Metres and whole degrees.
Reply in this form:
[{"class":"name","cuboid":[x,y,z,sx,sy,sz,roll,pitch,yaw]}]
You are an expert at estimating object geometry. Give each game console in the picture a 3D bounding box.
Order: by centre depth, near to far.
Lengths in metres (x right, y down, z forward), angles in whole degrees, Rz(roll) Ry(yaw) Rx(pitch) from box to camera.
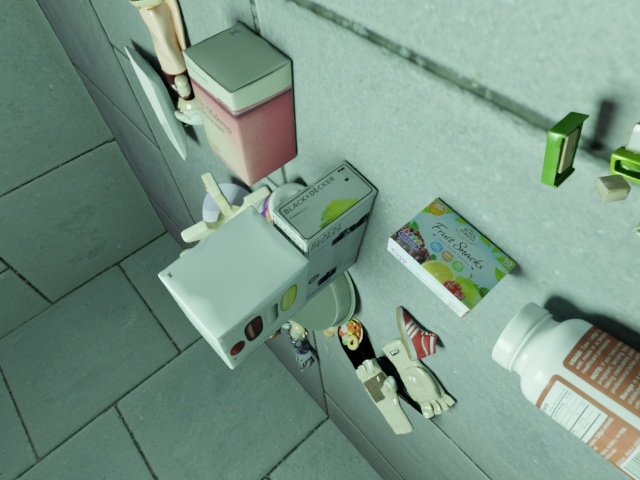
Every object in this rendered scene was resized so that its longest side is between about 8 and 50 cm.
[{"class":"game console","cuboid":[0.181,0.377,1.238,0.361,0.044,0.213,30,151,47]}]

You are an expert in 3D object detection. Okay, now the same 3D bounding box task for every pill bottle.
[{"class":"pill bottle","cuboid":[0.320,0.170,0.507,0.216,0.121,0.121,38,154,36]},{"class":"pill bottle","cuboid":[-0.089,-0.062,1.020,0.108,0.108,0.193,55,159,-6]}]

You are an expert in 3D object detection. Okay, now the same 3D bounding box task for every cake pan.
[{"class":"cake pan","cuboid":[-0.043,0.117,1.147,0.293,0.054,0.293,24,131,31]}]

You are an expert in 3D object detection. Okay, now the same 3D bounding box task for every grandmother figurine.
[{"class":"grandmother figurine","cuboid":[-0.335,-0.409,1.021,0.342,0.103,0.208,80,174,-55]}]

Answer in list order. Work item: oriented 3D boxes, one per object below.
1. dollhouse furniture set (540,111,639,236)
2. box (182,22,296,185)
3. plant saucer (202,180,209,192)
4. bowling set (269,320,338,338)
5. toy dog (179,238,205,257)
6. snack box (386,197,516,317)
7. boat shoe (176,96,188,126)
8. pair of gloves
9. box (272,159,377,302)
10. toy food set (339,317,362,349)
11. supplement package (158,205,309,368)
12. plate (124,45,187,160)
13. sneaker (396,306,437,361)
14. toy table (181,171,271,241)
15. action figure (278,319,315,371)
[{"class":"dollhouse furniture set","cuboid":[0.260,-0.051,0.346,0.151,0.076,0.059,36,154,39]},{"class":"box","cuboid":[-0.140,-0.244,0.814,0.148,0.126,0.232,44,158,23]},{"class":"plant saucer","cuboid":[-0.405,-0.189,1.613,0.083,0.015,0.083,44,158,24]},{"class":"bowling set","cuboid":[-0.084,0.241,1.377,0.287,0.200,0.154,45,157,10]},{"class":"toy dog","cuboid":[-0.330,0.118,1.580,0.395,0.284,0.408,45,156,20]},{"class":"snack box","cuboid":[0.177,0.021,0.600,0.141,0.100,0.037,44,158,20]},{"class":"boat shoe","cuboid":[-0.385,-0.376,1.242,0.049,0.042,0.133,49,157,16]},{"class":"pair of gloves","cuboid":[0.199,0.365,1.094,0.204,0.042,0.240,52,136,16]},{"class":"box","cuboid":[0.000,0.000,0.847,0.087,0.169,0.290,46,157,19]},{"class":"toy food set","cuboid":[0.085,0.256,1.216,0.082,0.020,0.083,27,105,48]},{"class":"supplement package","cuboid":[-0.138,0.089,0.772,0.149,0.194,0.203,43,158,18]},{"class":"plate","cuboid":[-0.486,-0.421,1.329,0.278,0.045,0.277,50,161,38]},{"class":"sneaker","cuboid":[0.201,0.188,0.911,0.042,0.066,0.119,83,174,-56]},{"class":"toy table","cuboid":[-0.243,-0.057,1.199,0.274,0.252,0.161,48,173,12]},{"class":"action figure","cuboid":[-0.112,0.395,1.808,0.185,0.099,0.285,23,141,61]}]
